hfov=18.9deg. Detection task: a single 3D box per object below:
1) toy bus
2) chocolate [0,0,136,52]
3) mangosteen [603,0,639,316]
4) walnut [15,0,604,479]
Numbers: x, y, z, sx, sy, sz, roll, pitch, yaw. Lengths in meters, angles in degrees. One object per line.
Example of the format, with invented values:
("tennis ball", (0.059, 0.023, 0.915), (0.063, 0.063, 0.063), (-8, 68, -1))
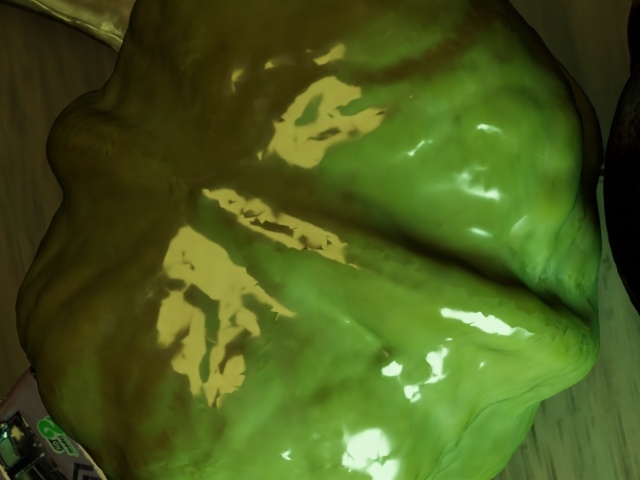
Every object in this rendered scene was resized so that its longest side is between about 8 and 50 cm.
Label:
("toy bus", (-0.100, 0.141, 0.994), (0.098, 0.087, 0.178), (-37, 84, 13))
("chocolate", (-0.164, -0.194, 1.021), (0.254, 0.080, 0.157), (20, 80, 5))
("mangosteen", (0.258, -0.050, 0.872), (0.275, 0.275, 0.302), (-17, 53, 9))
("walnut", (-0.001, 0.002, 0.888), (0.282, 0.277, 0.253), (-43, 70, 10))
